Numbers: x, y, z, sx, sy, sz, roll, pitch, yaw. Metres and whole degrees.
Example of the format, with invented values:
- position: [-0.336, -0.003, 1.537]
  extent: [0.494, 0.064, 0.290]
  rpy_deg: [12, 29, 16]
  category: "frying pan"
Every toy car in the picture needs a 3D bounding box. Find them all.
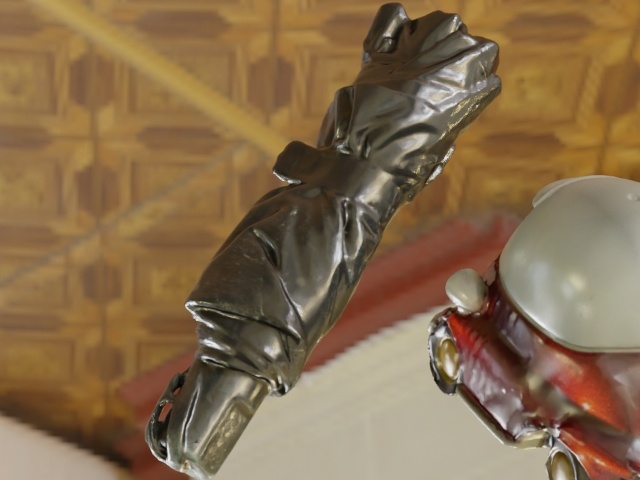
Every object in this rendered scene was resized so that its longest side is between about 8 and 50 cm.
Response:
- position: [0.117, 0.032, 0.759]
  extent: [0.112, 0.139, 0.112]
  rpy_deg: [-7, 128, -23]
  category: "toy car"

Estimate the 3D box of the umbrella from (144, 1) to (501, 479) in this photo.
- position: [0.000, 0.000, 0.813]
  extent: [0.066, 0.235, 0.059]
  rpy_deg: [15, 154, 39]
  category: "umbrella"
